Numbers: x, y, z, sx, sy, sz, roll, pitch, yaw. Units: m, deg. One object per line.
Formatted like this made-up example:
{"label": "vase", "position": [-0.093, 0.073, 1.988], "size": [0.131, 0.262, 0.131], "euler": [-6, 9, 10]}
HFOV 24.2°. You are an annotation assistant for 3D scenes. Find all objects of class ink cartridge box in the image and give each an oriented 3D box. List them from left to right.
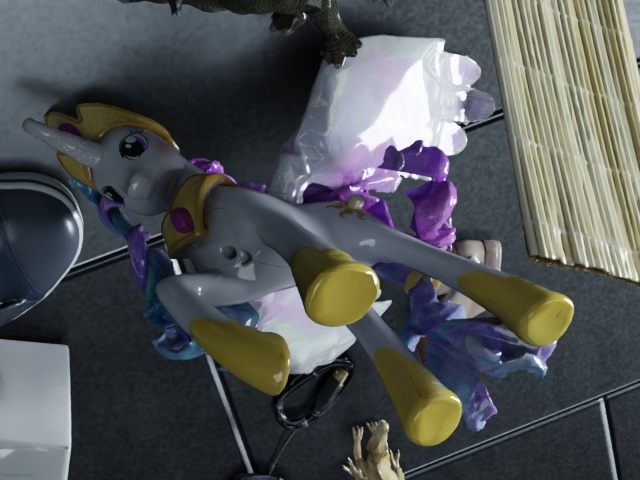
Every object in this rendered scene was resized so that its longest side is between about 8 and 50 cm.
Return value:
{"label": "ink cartridge box", "position": [-0.247, 0.200, 1.173], "size": [0.086, 0.148, 0.203], "euler": [5, 118, -13]}

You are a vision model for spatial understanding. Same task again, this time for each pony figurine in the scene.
{"label": "pony figurine", "position": [0.000, 0.000, 1.069], "size": [0.351, 0.363, 0.303], "euler": [8, 109, -40]}

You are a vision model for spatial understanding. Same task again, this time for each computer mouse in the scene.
{"label": "computer mouse", "position": [-0.035, 0.203, 1.316], "size": [0.071, 0.041, 0.242], "euler": [18, 111, -26]}

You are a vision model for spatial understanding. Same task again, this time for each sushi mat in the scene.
{"label": "sushi mat", "position": [0.181, -0.111, 1.066], "size": [0.151, 0.316, 0.019], "euler": [12, 147, -31]}

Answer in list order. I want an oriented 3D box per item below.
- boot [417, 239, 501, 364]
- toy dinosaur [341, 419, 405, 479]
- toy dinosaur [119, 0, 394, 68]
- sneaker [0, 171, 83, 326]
{"label": "boot", "position": [0.123, 0.055, 1.284], "size": [0.087, 0.042, 0.118], "euler": [-16, 123, -12]}
{"label": "toy dinosaur", "position": [0.059, 0.223, 1.327], "size": [0.053, 0.092, 0.183], "euler": [-26, 123, -3]}
{"label": "toy dinosaur", "position": [-0.006, -0.227, 1.032], "size": [0.313, 0.121, 0.160], "euler": [-37, 133, 8]}
{"label": "sneaker", "position": [-0.316, 0.062, 1.090], "size": [0.321, 0.127, 0.126], "euler": [-25, 122, -5]}
